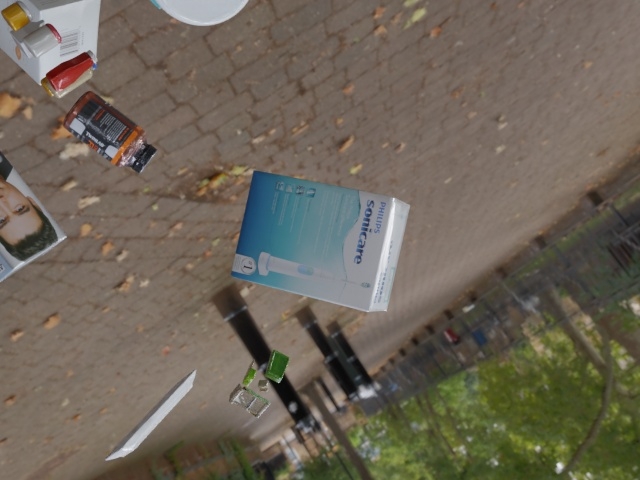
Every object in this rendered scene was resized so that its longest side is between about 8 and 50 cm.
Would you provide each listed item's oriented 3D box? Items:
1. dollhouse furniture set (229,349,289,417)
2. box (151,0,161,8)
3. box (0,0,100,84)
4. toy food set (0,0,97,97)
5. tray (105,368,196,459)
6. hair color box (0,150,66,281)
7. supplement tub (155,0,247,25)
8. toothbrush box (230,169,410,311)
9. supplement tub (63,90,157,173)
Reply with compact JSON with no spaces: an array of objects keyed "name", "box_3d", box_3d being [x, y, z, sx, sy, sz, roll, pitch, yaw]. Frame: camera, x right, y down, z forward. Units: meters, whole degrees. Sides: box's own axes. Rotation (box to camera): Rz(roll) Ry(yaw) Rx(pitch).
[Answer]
[{"name":"dollhouse furniture set","box_3d":[-0.121,0.286,1.412,0.152,0.076,0.059,-54,-168,38]},{"name":"box","box_3d":[-0.497,-0.756,1.897,0.060,0.244,0.101,-27,-144,35]},{"name":"box","box_3d":[-0.717,-0.582,1.714,0.168,0.345,0.215,-35,159,-40]},{"name":"toy food set","box_3d":[-0.485,-0.353,1.297,0.104,0.111,0.232,-40,158,-17]},{"name":"tray","box_3d":[-0.407,0.433,1.720,0.145,0.030,0.270,-39,-174,48]},{"name":"hair color box","box_3d":[-0.812,-0.099,1.682,0.113,0.375,0.185,-28,-168,36]},{"name":"supplement tub","box_3d":[-0.251,-0.572,1.437,0.228,0.228,0.316,-35,-151,5]},{"name":"toothbrush box","box_3d":[0.000,0.000,1.354,0.126,0.295,0.217,11,90,-67]},{"name":"supplement tub","box_3d":[-0.465,-0.236,1.567,0.106,0.197,0.106,-49,-166,16]}]
